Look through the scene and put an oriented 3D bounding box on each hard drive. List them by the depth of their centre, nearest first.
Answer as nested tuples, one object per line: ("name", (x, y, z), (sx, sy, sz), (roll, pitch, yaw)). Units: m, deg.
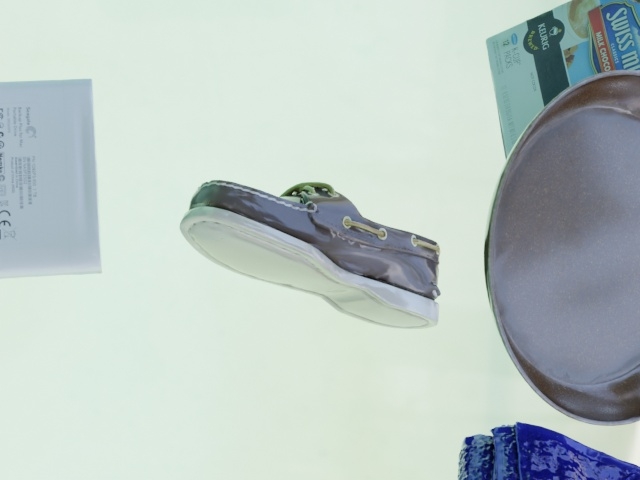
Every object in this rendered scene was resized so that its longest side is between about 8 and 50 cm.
("hard drive", (-0.378, -0.058, 1.355), (0.040, 0.307, 0.203), (107, -22, -72))

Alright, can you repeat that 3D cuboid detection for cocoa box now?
("cocoa box", (0.402, -0.133, 1.760), (0.347, 0.228, 0.231), (41, 35, -45))

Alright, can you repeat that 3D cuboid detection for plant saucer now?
("plant saucer", (0.255, 0.006, 1.199), (0.310, 0.050, 0.311), (-3, 96, -33))

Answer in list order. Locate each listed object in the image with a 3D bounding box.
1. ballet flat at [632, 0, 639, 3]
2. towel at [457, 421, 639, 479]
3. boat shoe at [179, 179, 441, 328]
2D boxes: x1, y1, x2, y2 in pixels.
("ballet flat", (0.297, -0.249, 1.072), (0.316, 0.106, 0.108), (-8, 134, -44))
("towel", (0.207, 0.269, 1.018), (0.308, 0.227, 0.076), (-74, -177, -58))
("boat shoe", (0.000, 0.000, 1.343), (0.324, 0.116, 0.097), (23, 68, -37))
